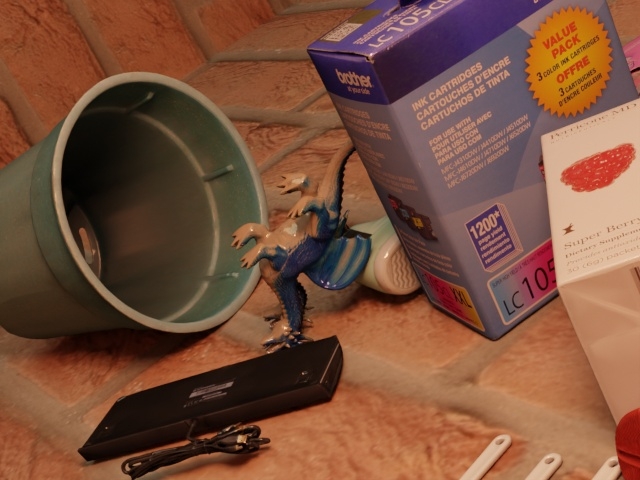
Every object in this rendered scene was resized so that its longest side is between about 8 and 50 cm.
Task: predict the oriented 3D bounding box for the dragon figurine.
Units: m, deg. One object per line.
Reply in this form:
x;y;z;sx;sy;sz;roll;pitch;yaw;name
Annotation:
0.000;0.000;1.315;0.289;0.144;0.085;-50;35;11;dragon figurine

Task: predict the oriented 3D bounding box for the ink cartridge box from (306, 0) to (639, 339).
0.170;-0.141;1.178;0.270;0.396;0.151;-34;24;-15;ink cartridge box

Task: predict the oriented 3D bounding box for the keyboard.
-0.127;0.195;1.268;0.317;0.033;0.201;-19;18;22;keyboard

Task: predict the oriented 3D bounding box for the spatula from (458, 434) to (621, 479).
0.123;0.238;0.914;0.242;0.019;0.168;-42;26;-31;spatula

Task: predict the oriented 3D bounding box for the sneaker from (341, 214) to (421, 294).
0.125;-0.033;1.393;0.256;0.094;0.151;-37;21;-24;sneaker

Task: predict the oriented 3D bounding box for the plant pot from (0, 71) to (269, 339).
-0.308;-0.016;1.570;0.334;0.341;0.341;-17;24;42;plant pot

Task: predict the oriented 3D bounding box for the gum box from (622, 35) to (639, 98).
0.344;-0.169;1.407;0.188;0.062;0.107;-35;14;36;gum box

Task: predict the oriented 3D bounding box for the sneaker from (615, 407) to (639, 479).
0.327;0.151;0.834;0.128;0.087;0.221;-5;-2;-28;sneaker

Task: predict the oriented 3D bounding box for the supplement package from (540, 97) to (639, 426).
0.306;0.006;1.000;0.177;0.175;0.293;-21;23;17;supplement package
